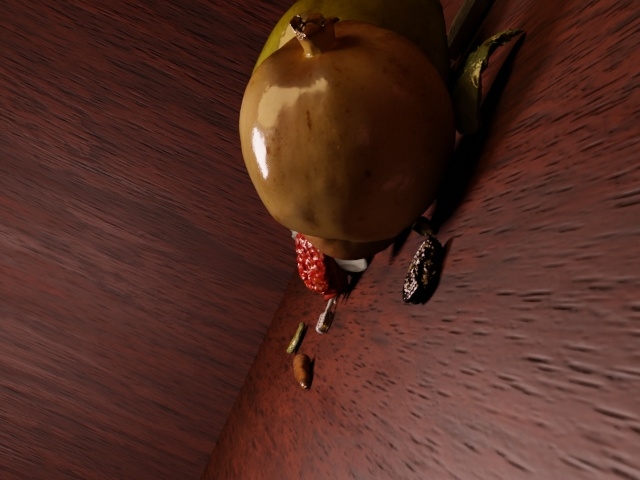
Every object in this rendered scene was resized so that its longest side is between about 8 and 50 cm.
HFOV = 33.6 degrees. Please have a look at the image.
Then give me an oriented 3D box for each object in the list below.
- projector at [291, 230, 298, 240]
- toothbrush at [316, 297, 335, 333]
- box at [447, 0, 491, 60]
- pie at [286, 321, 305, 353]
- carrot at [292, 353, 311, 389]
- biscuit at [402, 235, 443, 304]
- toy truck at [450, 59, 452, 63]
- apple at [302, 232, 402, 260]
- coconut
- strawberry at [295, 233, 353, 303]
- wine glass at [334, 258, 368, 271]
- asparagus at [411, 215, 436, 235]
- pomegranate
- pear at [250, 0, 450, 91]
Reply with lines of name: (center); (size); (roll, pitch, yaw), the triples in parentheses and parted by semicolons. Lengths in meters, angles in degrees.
projector: (0.047, -0.100, 2.186); (0.250, 0.108, 0.198); (-62, 12, -9)
toothbrush: (0.049, 0.050, 2.142); (0.030, 0.025, 0.342); (-50, 15, 49)
box: (0.279, -0.422, 1.912); (0.177, 0.036, 0.115); (119, 174, -50)
pie: (-0.054, 0.227, 2.442); (0.084, 0.021, 0.084); (-63, 0, 1)
carrot: (-0.034, 0.248, 1.993); (0.165, 0.035, 0.036); (-97, 32, -78)
biscuit: (0.124, 0.036, 1.270); (0.089, 0.027, 0.087); (-133, 66, -86)
toy truck: (0.217, -0.314, 1.987); (0.073, 0.056, 0.090); (-58, -6, 32)
apple: (0.051, -0.066, 1.669); (0.188, 0.188, 0.174); (-64, -3, 20)
coconut: (0.211, -0.211, 1.424); (0.158, 0.055, 0.133); (-66, 5, -25)
strawberry: (-0.005, 0.011, 1.955); (0.228, 0.098, 0.174); (51, -131, -58)
wine glass: (0.076, -0.023, 1.926); (0.073, 0.073, 0.155); (120, 172, -53)
asparagus: (0.140, -0.019, 1.428); (0.025, 0.021, 0.108); (-64, 4, 4)
pomegranate: (0.032, -0.158, 1.424); (0.319, 0.319, 0.319); (-155, 90, -86)
pear: (0.055, -0.268, 1.837); (0.413, 0.352, 0.352); (-53, 8, 20)
